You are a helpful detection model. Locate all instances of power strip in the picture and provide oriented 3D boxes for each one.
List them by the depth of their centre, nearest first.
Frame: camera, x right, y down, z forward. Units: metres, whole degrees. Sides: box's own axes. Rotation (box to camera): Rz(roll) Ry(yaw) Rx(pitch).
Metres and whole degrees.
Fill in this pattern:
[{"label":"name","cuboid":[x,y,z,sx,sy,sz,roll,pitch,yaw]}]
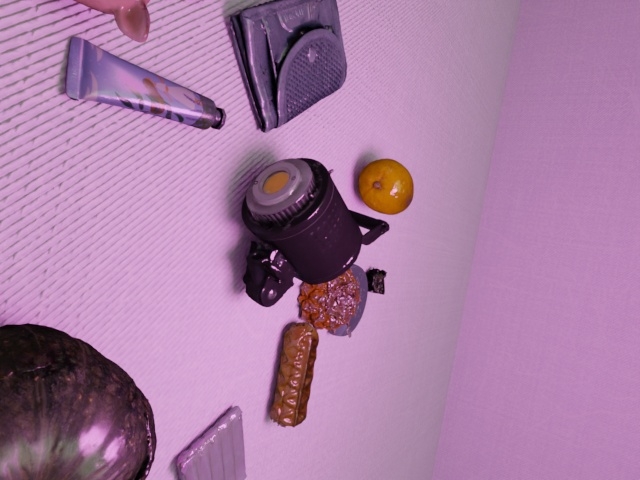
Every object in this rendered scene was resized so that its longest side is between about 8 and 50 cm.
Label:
[{"label":"power strip","cuboid":[0.090,0.192,1.298,0.167,0.054,0.254,-9,105,-54]}]

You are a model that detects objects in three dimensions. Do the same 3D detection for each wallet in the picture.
[{"label":"wallet","cuboid":[-0.041,-0.411,0.920,0.342,0.075,0.237,-46,137,-40]}]

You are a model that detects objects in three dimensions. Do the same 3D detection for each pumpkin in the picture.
[{"label":"pumpkin","cuboid":[-0.359,0.267,0.462,0.292,0.257,0.328,55,48,-32]}]

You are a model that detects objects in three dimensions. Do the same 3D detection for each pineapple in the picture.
[{"label":"pineapple","cuboid":[0.037,0.161,1.148,0.224,0.076,0.225,-7,102,-35]}]

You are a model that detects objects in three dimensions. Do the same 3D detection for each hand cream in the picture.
[{"label":"hand cream","cuboid":[-0.266,-0.229,0.663,0.255,0.055,0.088,6,90,-50]}]

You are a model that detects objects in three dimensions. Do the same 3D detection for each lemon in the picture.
[{"label":"lemon","cuboid":[0.202,-0.162,1.265,0.207,0.169,0.170,12,89,-62]}]

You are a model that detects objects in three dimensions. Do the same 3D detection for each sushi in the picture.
[{"label":"sushi","cuboid":[0.186,0.137,1.426,0.083,0.056,0.085,14,88,-49]}]

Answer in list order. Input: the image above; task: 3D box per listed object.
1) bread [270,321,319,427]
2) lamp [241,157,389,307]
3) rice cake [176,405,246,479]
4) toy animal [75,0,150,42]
[{"label":"bread","cuboid":[-0.065,0.346,1.084,0.087,0.098,0.270,-165,-95,-82]},{"label":"lamp","cuboid":[-0.031,-0.051,0.908,0.374,0.205,0.272,-39,134,-30]},{"label":"rice cake","cuboid":[-0.235,0.502,0.918,0.189,0.037,0.198,-32,124,-48]},{"label":"toy animal","cuboid":[-0.301,-0.366,0.470,0.250,0.153,0.167,29,53,-49]}]
